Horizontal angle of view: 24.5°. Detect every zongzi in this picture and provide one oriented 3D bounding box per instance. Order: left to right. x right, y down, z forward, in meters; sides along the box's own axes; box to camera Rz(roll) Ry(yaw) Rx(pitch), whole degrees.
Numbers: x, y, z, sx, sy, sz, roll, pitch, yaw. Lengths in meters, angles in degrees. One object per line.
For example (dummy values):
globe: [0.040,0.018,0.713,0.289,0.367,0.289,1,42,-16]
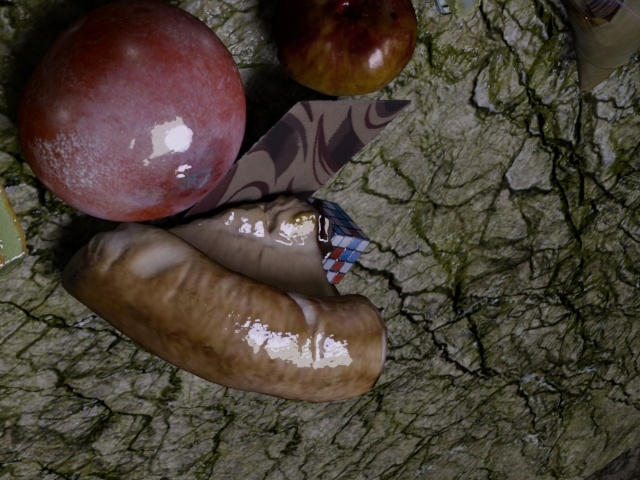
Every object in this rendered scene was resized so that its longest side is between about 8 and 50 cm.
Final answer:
zongzi: [0.392,-0.332,2.212,0.289,0.154,0.317,0,136,-36]

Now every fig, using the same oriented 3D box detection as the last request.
fig: [0.012,-0.235,1.906,0.190,0.191,0.290,-19,155,-32]

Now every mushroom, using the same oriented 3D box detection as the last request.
mushroom: [-0.144,0.105,2.010,0.397,0.314,0.224,-4,144,-38]

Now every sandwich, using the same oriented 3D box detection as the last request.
sandwich: [-0.450,-0.010,1.826,0.117,0.144,0.187,-25,180,-23]

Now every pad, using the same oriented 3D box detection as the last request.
pad: [-0.042,-0.101,2.045,0.220,0.004,0.330,-6,154,-43]

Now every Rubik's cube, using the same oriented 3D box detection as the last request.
Rubik's cube: [0.000,0.000,2.236,0.092,0.092,0.092,11,120,-52]

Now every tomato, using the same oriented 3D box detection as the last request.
tomato: [-0.209,-0.143,1.720,0.270,0.227,0.270,-30,148,-21]

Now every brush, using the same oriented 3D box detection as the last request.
brush: [0.181,-0.391,1.987,0.068,0.060,0.297,-33,147,-8]
